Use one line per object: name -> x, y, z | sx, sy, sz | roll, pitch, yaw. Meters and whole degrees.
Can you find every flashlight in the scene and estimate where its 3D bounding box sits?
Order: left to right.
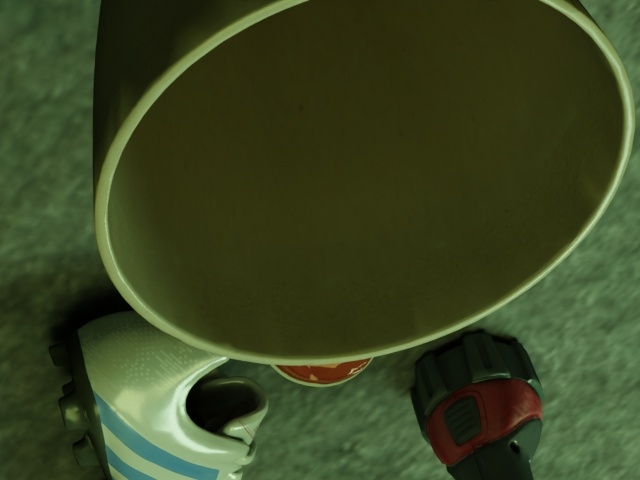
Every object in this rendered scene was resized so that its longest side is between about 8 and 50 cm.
flashlight -> 0.150, 0.213, 1.317 | 0.103, 0.304, 0.103 | -5, 139, -15

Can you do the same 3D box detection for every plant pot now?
plant pot -> -0.008, -0.121, 0.910 | 0.256, 0.274, 0.256 | -10, 138, -9

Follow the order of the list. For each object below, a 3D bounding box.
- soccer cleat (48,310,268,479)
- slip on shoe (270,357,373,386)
soccer cleat -> -0.101, 0.173, 1.330 | 0.143, 0.116, 0.331 | -13, 139, -4
slip on shoe -> 0.000, 0.000, 1.183 | 0.123, 0.101, 0.331 | -11, 141, -10
